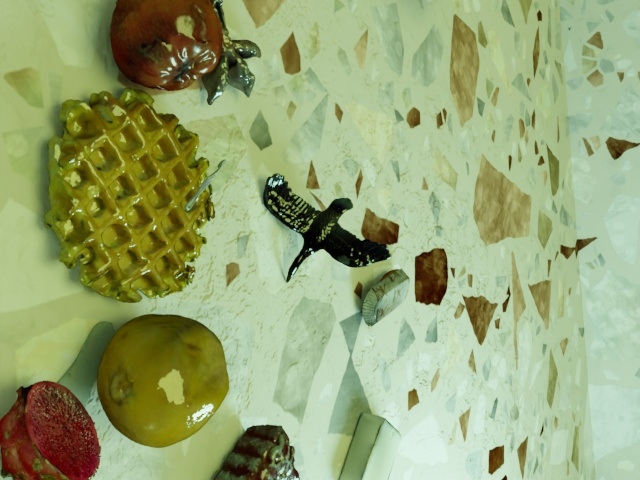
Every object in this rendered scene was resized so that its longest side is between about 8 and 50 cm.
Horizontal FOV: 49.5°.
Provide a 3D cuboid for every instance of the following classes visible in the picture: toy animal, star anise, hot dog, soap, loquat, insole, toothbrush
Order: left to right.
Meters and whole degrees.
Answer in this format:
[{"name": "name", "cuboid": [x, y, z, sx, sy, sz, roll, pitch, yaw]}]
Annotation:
[{"name": "insole", "cuboid": [-0.348, 0.204, 0.996, 0.065, 0.004, 0.197, 49, 52, -42]}, {"name": "loquat", "cuboid": [-0.227, 0.202, 1.018, 0.234, 0.176, 0.187, -7, 96, -72]}, {"name": "toothbrush", "cuboid": [-0.182, -0.090, 1.106, 0.011, 0.013, 0.131, 53, 42, -23]}, {"name": "star anise", "cuboid": [-0.174, -0.321, 1.188, 0.208, 0.063, 0.172, 47, 55, -43]}, {"name": "toy animal", "cuboid": [0.002, 0.001, 1.384, 0.197, 0.272, 0.160, -61, 171, 22]}, {"name": "soap", "cuboid": [0.116, 0.501, 1.585, 0.121, 0.064, 0.183, 51, 51, -42]}, {"name": "hot dog", "cuboid": [0.154, 0.130, 1.643, 0.191, 0.059, 0.108, -29, 126, -54]}]

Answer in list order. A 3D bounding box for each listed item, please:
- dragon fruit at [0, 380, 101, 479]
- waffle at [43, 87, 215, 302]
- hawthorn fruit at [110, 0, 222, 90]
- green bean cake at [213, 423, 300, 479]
[{"name": "dragon fruit", "cuboid": [-0.373, 0.265, 0.894, 0.153, 0.111, 0.153, 58, 3, -5]}, {"name": "waffle", "cuboid": [-0.273, -0.068, 1.047, 0.302, 0.068, 0.325, 12, 82, -53]}, {"name": "hawthorn fruit", "cuboid": [-0.233, -0.314, 1.024, 0.173, 0.173, 0.179, -15, 102, -53]}, {"name": "green bean cake", "cuboid": [-0.101, 0.481, 1.256, 0.198, 0.097, 0.233, -51, 128, -41]}]
